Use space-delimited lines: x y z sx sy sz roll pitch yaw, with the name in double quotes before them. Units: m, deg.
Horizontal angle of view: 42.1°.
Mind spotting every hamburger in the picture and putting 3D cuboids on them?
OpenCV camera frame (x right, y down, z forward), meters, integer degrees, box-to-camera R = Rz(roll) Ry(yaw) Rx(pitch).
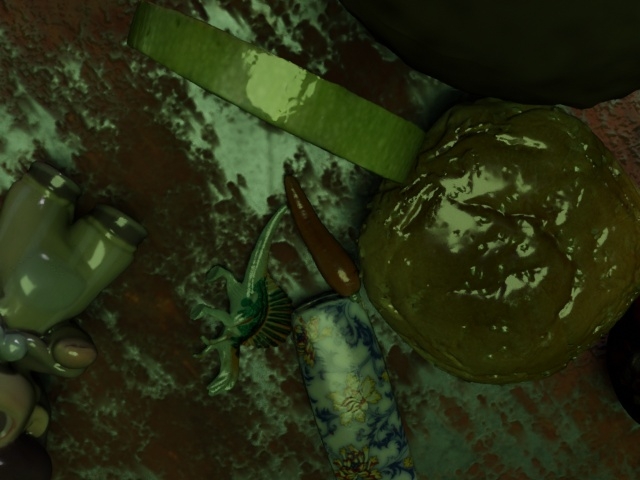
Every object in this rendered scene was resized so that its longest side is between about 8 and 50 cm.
"hamburger" 0.179 0.010 0.795 0.285 0.134 0.265 41 91 -13

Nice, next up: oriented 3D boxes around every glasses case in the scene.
"glasses case" 0.035 0.173 0.840 0.086 0.065 0.248 -18 102 -10

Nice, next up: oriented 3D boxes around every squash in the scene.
"squash" -0.040 -0.120 0.669 0.252 0.252 0.049 23 98 -13

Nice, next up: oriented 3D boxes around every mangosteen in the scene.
"mangosteen" 0.387 0.108 0.842 0.199 0.200 0.200 -2 103 -9

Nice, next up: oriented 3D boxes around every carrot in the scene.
"carrot" 0.000 0.000 0.804 0.035 0.035 0.142 -32 85 -1

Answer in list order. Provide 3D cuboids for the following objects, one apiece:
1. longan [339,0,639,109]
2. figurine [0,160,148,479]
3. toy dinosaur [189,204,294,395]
"longan" 0.180 -0.294 0.621 0.390 0.391 0.392 -2 103 -9
"figurine" -0.310 0.112 0.717 0.248 0.203 0.381 37 83 -21
"toy dinosaur" -0.066 0.066 0.819 0.187 0.044 0.106 -50 119 -9
